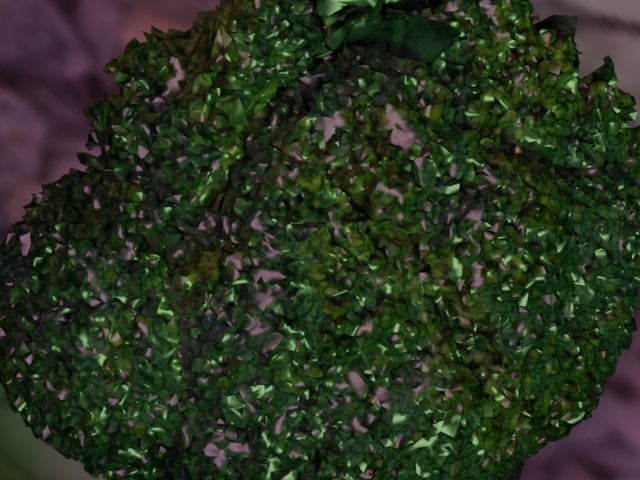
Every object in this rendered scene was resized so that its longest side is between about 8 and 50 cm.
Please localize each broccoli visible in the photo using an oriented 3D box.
[{"bbox_3d":[0.000,0.000,0.476,0.195,0.195,0.156,-35,56,9],"label":"broccoli"}]
